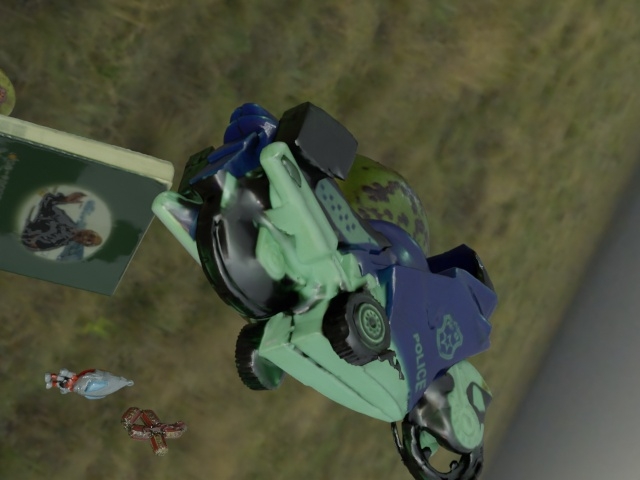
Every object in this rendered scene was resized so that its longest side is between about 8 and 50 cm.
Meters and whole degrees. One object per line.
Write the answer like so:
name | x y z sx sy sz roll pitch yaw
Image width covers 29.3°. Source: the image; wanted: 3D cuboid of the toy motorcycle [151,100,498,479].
toy motorcycle | 0.031 0.038 0.897 0.125 0.331 0.196 -21 -143 36

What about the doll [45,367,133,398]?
doll | -0.302 0.187 1.602 0.039 0.114 0.057 -101 -163 -60

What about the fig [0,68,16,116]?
fig | -0.499 -0.220 1.702 0.093 0.166 0.093 -43 149 -34

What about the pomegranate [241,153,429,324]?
pomegranate | 0.000 0.000 1.418 0.254 0.254 0.270 -57 151 -33

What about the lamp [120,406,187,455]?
lamp | -0.233 0.256 1.682 0.063 0.083 0.031 -47 159 -47

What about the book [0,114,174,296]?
book | -0.399 -0.053 1.531 0.260 0.371 0.043 126 -29 -43
